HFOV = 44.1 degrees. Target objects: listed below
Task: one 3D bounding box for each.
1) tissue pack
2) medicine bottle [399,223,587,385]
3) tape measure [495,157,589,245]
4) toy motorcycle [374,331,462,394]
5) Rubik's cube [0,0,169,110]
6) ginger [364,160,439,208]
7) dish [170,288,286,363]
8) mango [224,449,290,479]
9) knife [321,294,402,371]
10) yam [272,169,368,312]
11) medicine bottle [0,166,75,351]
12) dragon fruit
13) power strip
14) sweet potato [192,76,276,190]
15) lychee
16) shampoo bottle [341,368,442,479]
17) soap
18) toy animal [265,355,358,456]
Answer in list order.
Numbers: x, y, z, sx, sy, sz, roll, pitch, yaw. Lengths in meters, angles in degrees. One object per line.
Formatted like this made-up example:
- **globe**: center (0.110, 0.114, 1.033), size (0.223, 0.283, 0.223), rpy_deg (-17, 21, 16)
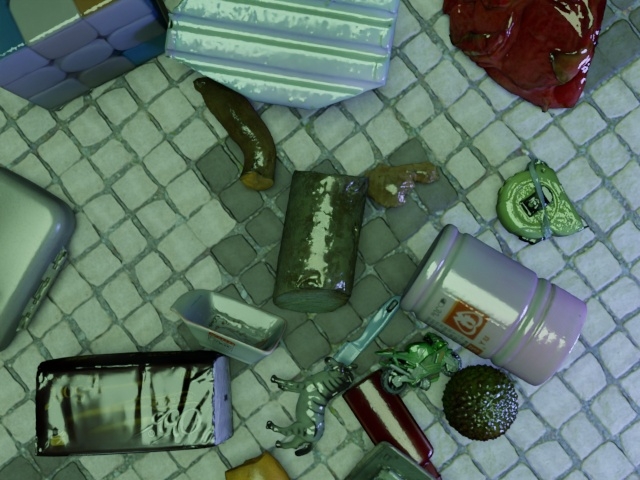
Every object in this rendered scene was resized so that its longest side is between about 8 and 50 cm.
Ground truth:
- **tissue pack**: center (-0.362, 0.324, 1.597), size (0.369, 0.210, 0.198), rpy_deg (-4, 79, 4)
- **medicine bottle**: center (0.337, 0.127, 1.566), size (0.315, 0.202, 0.202), rpy_deg (31, 89, 5)
- **tape measure**: center (0.441, -0.073, 1.627), size (0.154, 0.087, 0.178), rpy_deg (-27, 84, 2)
- **toy motorcycle**: center (0.204, 0.248, 1.621), size (0.190, 0.074, 0.106), rpy_deg (-12, 92, -21)
- **Rubik's cube**: center (-0.531, -0.507, 1.571), size (0.346, 0.346, 0.344), rpy_deg (-27, 87, 1)
- **ginger**: center (0.170, -0.117, 1.652), size (0.165, 0.067, 0.096), rpy_deg (-10, 65, 3)
- **dish**: center (-0.198, 0.180, 1.633), size (0.234, 0.154, 0.064), rpy_deg (22, 114, 4)
- **mango**: center (-0.128, 0.611, 1.599), size (0.186, 0.144, 0.360), rpy_deg (11, 85, 1)
- **knife**: center (0.067, 0.231, 1.669), size (0.044, 0.019, 0.313), rpy_deg (40, 91, 12)
- **yam**: center (0.000, 0.000, 1.614), size (0.167, 0.168, 0.305), rpy_deg (8, 86, 3)
- **medicine bottle**: center (-0.702, 0.041, 1.665), size (0.282, 0.123, 0.375), rpy_deg (29, 90, 6)
- **dragon fruit**: center (0.401, -0.432, 1.578), size (0.329, 0.228, 0.286), rpy_deg (11, 90, 2)
- **power strip**: center (0.149, 0.531, 1.589), size (0.213, 0.064, 0.198), rpy_deg (35, 118, 3)
- **sweet potato**: center (-0.177, -0.236, 1.668), size (0.112, 0.085, 0.286), rpy_deg (-35, 86, 5)
- **lychee**: center (0.319, 0.323, 1.577), size (0.171, 0.171, 0.171), rpy_deg (0, 87, 3)
- **shampoo bottle**: center (0.155, 0.401, 1.632), size (0.102, 0.064, 0.260), rpy_deg (-33, 87, 3)
- **soap**: center (-0.079, -0.412, 1.598), size (0.445, 0.156, 0.262), rpy_deg (7, 108, -4)
- **toy animal**: center (-0.017, 0.339, 1.625), size (0.175, 0.073, 0.217), rpy_deg (5, 89, 20)
